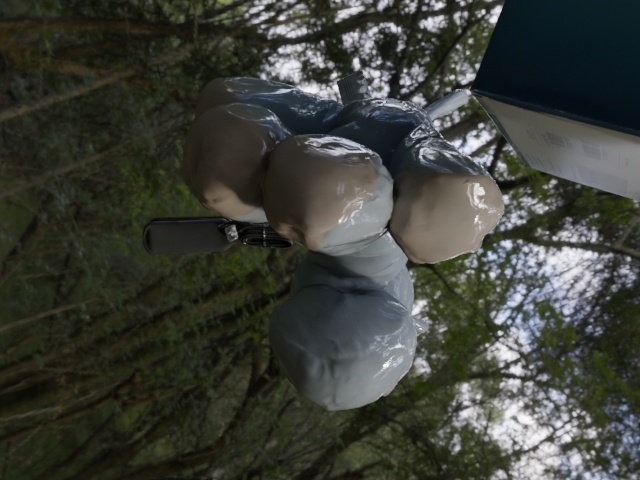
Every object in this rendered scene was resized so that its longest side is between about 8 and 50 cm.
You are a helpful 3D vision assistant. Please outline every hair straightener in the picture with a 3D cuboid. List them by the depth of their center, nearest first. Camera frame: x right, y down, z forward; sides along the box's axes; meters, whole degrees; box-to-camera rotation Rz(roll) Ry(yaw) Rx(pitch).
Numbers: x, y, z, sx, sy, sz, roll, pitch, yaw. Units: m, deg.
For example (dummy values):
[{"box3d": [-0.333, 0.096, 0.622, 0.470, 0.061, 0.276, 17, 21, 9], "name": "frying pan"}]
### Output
[{"box3d": [-0.092, 0.000, 0.735, 0.089, 0.230, 0.047, -112, -154, -80], "name": "hair straightener"}]

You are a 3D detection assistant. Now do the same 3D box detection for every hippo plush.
[{"box3d": [0.000, 0.000, 0.534, 0.294, 0.234, 0.236, -81, -178, -63], "name": "hippo plush"}]

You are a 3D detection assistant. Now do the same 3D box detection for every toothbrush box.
[{"box3d": [0.213, -0.180, 0.358, 0.126, 0.216, 0.295, 23, -83, 24], "name": "toothbrush box"}]

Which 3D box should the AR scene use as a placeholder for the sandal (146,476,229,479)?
[{"box3d": [-0.223, 0.344, 0.628, 0.167, 0.446, 0.107, 51, 24, -39], "name": "sandal"}]
